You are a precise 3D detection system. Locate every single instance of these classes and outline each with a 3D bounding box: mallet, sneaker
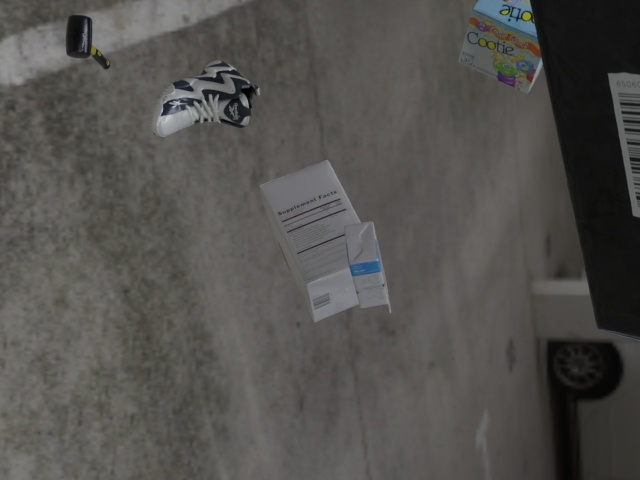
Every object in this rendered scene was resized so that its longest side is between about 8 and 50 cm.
[{"bbox_3d":[-0.360,-0.309,1.681,0.190,0.039,0.062,-46,137,-86],"label":"mallet"},{"bbox_3d":[-0.218,-0.267,2.157,0.235,0.153,0.094,-38,141,-37],"label":"sneaker"}]

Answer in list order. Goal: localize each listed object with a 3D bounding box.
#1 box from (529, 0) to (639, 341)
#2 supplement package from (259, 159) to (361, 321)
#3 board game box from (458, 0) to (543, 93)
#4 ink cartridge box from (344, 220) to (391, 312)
[{"bbox_3d":[0.497,-0.191,1.150,0.472,0.297,0.480,-36,121,-33],"label":"box"},{"bbox_3d":[0.000,0.000,2.424,0.177,0.175,0.293,79,-13,-57],"label":"supplement package"},{"bbox_3d":[0.373,-0.422,1.895,0.275,0.144,0.142,-57,168,-28],"label":"board game box"},{"bbox_3d":[0.094,0.061,2.120,0.180,0.060,0.104,74,7,-49],"label":"ink cartridge box"}]
